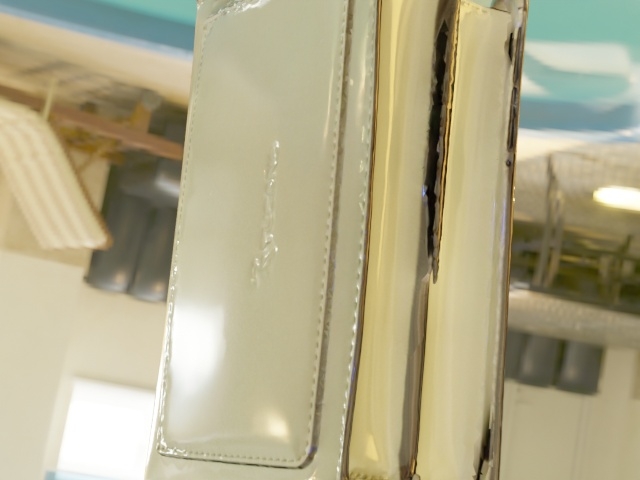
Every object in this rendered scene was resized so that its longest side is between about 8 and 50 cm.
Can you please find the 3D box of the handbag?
[{"bbox_3d":[0.000,0.000,0.784,0.160,0.358,0.237,15,166,-43],"label":"handbag"}]
